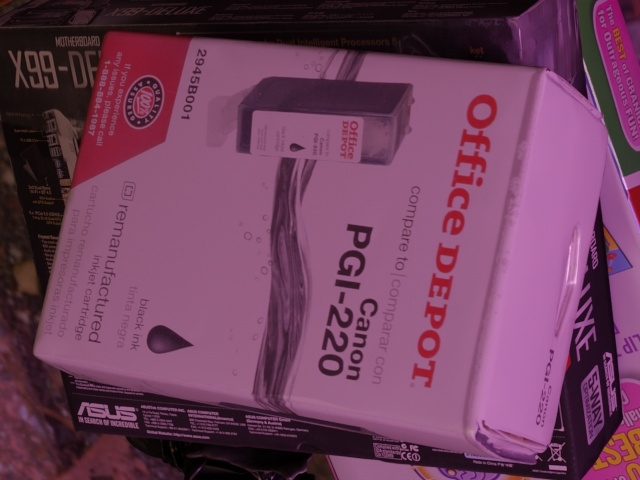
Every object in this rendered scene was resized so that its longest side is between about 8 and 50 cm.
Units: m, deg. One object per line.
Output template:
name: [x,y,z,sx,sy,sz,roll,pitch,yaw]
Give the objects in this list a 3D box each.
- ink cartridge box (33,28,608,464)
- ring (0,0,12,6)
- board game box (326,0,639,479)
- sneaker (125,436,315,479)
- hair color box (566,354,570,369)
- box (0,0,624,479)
ink cartridge box: [0.000,0.000,0.825,0.218,0.092,0.159,8,81,25]
ring: [-0.265,-0.285,1.088,0.336,0.032,0.337,13,120,23]
board game box: [0.079,0.011,1.024,0.242,0.064,0.317,-11,108,33]
sneaker: [-0.066,0.130,1.151,0.170,0.089,0.051,0,114,29]
hair color box: [0.042,0.033,0.891,0.141,0.043,0.072,1,114,27]
box: [-0.011,-0.009,0.975,0.307,0.076,0.242,2,114,28]
